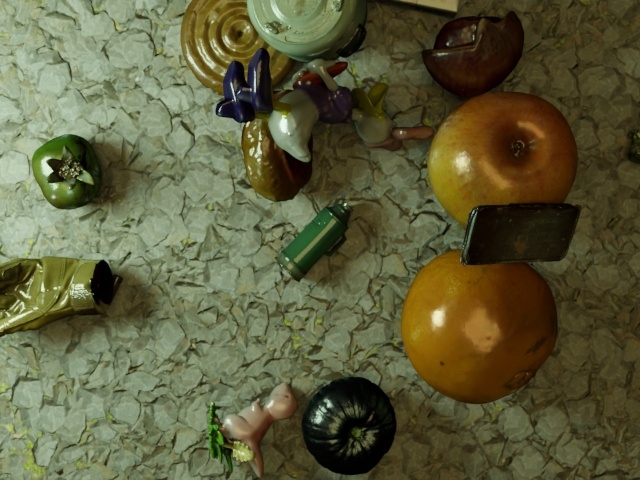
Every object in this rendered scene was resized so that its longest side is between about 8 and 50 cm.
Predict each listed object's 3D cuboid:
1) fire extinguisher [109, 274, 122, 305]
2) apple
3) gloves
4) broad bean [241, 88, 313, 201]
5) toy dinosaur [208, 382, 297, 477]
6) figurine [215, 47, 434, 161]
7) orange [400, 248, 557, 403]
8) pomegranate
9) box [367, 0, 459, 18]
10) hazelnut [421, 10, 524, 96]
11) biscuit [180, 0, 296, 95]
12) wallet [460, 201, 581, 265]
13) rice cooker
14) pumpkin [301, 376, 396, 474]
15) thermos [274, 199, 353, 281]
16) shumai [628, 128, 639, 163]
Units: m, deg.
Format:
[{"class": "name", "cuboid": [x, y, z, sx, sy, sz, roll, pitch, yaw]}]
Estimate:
[{"class": "fire extinguisher", "cuboid": [-0.447, 0.112, 1.913, 0.028, 0.022, 0.083, 25, 93, -36]}, {"class": "apple", "cuboid": [0.357, -0.152, 1.768, 0.299, 0.275, 0.299, 0, 86, 2]}, {"class": "gloves", "cuboid": [-0.595, 0.112, 1.860, 0.331, 0.141, 0.154, -8, 106, 0]}, {"class": "broad bean", "cuboid": [-0.085, -0.194, 1.851, 0.122, 0.156, 0.228, 10, 101, 43]}, {"class": "toy dinosaur", "cuboid": [-0.137, 0.395, 1.875, 0.177, 0.152, 0.194, -1, 51, 1]}, {"class": "figurine", "cuboid": [0.012, -0.247, 1.742, 0.421, 0.154, 0.193, -2, 85, -30]}, {"class": "orange", "cuboid": [0.304, 0.160, 1.759, 0.312, 0.312, 0.312, 0, 92, 1]}, {"class": "pomegranate", "cuboid": [-0.509, -0.142, 1.828, 0.131, 0.191, 0.152, -24, 92, -15]}, {"class": "box", "cuboid": [0.179, -0.555, 1.861, 0.233, 0.067, 0.149, 12, 90, 1]}, {"class": "hazelnut", "cuboid": [0.312, -0.383, 1.815, 0.201, 0.170, 0.160, -45, 114, -7]}, {"class": "biscuit", "cuboid": [-0.166, -0.427, 1.888, 0.262, 0.037, 0.262, 0, 91, 1]}, {"class": "wallet", "cuboid": [0.364, -0.014, 1.654, 0.232, 0.031, 0.122, -1, 116, -24]}, {"class": "rice cooker", "cuboid": [-0.017, -0.456, 1.757, 0.226, 0.244, 0.226, 0, 92, 9]}, {"class": "pumpkin", "cuboid": [0.058, 0.377, 1.853, 0.202, 0.140, 0.202, -1, 96, -14]}, {"class": "thermos", "cuboid": [-0.002, -0.002, 1.876, 0.083, 0.073, 0.187, 44, 92, 1]}, {"class": "shumai", "cuboid": [0.672, -0.196, 1.857, 0.083, 0.082, 0.080, 21, 91, -21]}]
